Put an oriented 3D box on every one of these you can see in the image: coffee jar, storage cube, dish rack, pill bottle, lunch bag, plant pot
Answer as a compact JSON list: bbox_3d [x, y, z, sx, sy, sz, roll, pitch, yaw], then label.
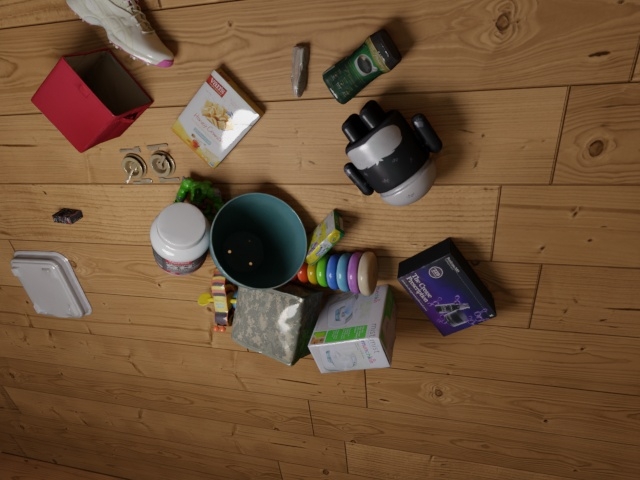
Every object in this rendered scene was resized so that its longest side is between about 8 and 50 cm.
[{"bbox_3d":[0.102,-0.425,1.010,0.185,0.079,0.096,-28,106,29],"label":"coffee jar"},{"bbox_3d":[-0.645,-0.397,1.177,0.193,0.183,0.215,-29,109,29],"label":"storage cube"},{"bbox_3d":[-1.158,0.203,1.753,0.286,0.072,0.332,1,121,15],"label":"dish rack"},{"bbox_3d":[-0.432,-0.004,1.278,0.176,0.176,0.318,35,156,-6],"label":"pill bottle"},{"bbox_3d":[-0.162,0.248,1.374,0.287,0.169,0.234,15,100,25],"label":"lunch bag"},{"bbox_3d":[-0.213,0.019,1.277,0.290,0.290,0.195,43,153,-11],"label":"plant pot"}]

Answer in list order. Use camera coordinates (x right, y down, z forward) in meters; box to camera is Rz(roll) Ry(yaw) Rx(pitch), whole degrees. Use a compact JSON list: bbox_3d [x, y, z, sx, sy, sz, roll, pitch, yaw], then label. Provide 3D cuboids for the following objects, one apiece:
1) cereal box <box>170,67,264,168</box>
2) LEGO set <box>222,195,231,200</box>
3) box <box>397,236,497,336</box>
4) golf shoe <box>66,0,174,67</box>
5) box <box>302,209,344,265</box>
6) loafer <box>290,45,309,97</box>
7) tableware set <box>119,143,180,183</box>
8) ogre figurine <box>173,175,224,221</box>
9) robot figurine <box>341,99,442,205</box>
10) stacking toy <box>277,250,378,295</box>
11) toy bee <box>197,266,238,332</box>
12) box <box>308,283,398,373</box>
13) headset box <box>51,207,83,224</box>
[{"bbox_3d":[-0.300,-0.345,1.190,0.173,0.047,0.240,44,122,-12],"label":"cereal box"},{"bbox_3d":[-0.319,-0.107,1.354,0.054,0.023,0.083,12,123,9],"label":"LEGO set"},{"bbox_3d":[0.387,0.148,1.264,0.184,0.103,0.261,-33,107,27],"label":"box"},{"bbox_3d":[-0.509,-0.582,1.072,0.306,0.115,0.140,36,120,-9],"label":"golf shoe"},{"bbox_3d":[0.000,0.000,1.270,0.043,0.105,0.179,33,121,-25],"label":"box"},{"bbox_3d":[-0.059,-0.440,1.073,0.039,0.045,0.125,22,119,22],"label":"loafer"},{"bbox_3d":[-0.565,-0.238,1.335,0.195,0.039,0.128,-2,120,17],"label":"tableware set"},{"bbox_3d":[-0.378,-0.131,1.310,0.197,0.097,0.118,35,131,27],"label":"ogre figurine"},{"bbox_3d":[0.177,-0.220,1.061,0.278,0.173,0.209,49,163,-14],"label":"robot figurine"},{"bbox_3d":[0.012,0.100,1.332,0.331,0.141,0.141,1,121,22],"label":"stacking toy"},{"bbox_3d":[-0.334,0.245,1.490,0.196,0.162,0.298,-19,113,23],"label":"toy bee"},{"bbox_3d":[0.116,0.283,1.324,0.231,0.261,0.126,-13,115,24],"label":"box"},{"bbox_3d":[-0.926,-0.089,1.514,0.084,0.062,0.032,8,122,10],"label":"headset box"}]
